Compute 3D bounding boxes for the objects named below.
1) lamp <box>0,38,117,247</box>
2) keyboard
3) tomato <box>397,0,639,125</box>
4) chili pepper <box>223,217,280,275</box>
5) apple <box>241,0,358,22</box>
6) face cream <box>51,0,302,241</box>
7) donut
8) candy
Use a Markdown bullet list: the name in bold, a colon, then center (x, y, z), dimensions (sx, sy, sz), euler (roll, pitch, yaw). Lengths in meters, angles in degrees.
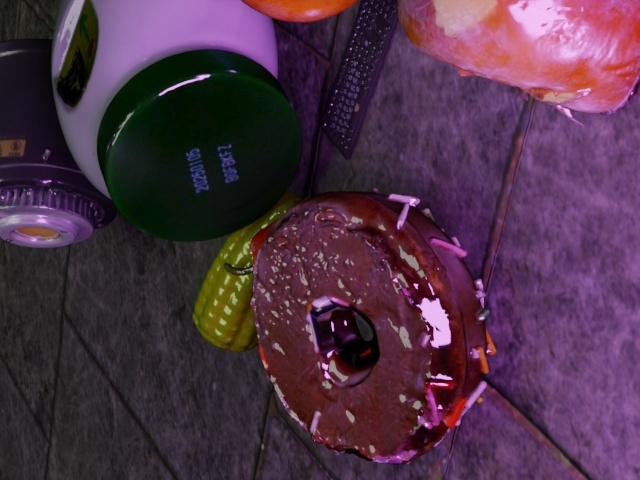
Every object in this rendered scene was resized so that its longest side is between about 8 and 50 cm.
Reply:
- **lamp**: center (-0.367, -0.132, 1.941), dimensions (0.374, 0.205, 0.272), euler (87, -177, -51)
- **keyboard**: center (0.040, -0.176, 1.457), dimensions (0.063, 0.010, 0.198), euler (56, 139, 39)
- **tomato**: center (0.141, -0.190, 1.135), dimensions (0.214, 0.155, 0.180), euler (34, 119, 56)
- **chili pepper**: center (0.000, 0.000, 1.472), dimensions (0.272, 0.063, 0.071), euler (-17, 84, 41)
- **apple**: center (-0.017, -0.303, 1.350), dimensions (0.209, 0.210, 0.164), euler (121, 155, -46)
- **face cream**: center (-0.169, -0.183, 1.602), dimensions (0.312, 0.220, 0.357), euler (-64, 34, 27)
- **donut**: center (0.046, 0.076, 1.344), dimensions (0.270, 0.103, 0.269), euler (21, 120, 43)
- **candy**: center (-0.070, 0.029, 1.605), dimensions (0.209, 0.097, 0.096), euler (-61, 43, 34)
